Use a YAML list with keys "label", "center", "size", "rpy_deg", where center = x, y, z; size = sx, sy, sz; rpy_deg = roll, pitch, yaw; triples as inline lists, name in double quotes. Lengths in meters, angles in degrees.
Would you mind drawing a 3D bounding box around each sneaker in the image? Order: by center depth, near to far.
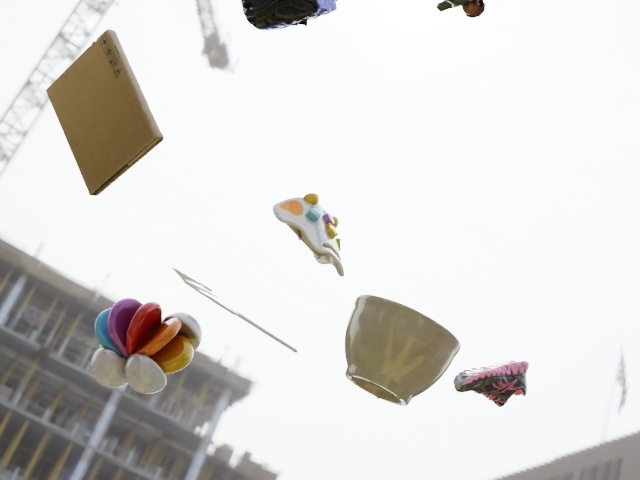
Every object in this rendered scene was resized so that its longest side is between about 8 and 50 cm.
- label: "sneaker"
  center: [0.221, 0.187, 1.364]
  size: [0.119, 0.057, 0.047]
  rpy_deg: [-6, 4, -32]

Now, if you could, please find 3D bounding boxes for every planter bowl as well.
- label: "planter bowl"
  center: [0.098, 0.160, 1.477]
  size: [0.162, 0.109, 0.162]
  rpy_deg: [26, -16, 8]

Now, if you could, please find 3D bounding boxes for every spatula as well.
- label: "spatula"
  center: [-0.155, 0.125, 1.929]
  size: [0.242, 0.019, 0.168]
  rpy_deg: [35, -7, -33]

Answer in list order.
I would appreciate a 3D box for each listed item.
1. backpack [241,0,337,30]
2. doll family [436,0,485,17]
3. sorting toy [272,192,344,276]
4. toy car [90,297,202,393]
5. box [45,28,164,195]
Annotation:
- label: "backpack"
  center: [-0.043, -0.333, 1.449]
  size: [0.120, 0.101, 0.098]
  rpy_deg: [-14, -91, 30]
- label: "doll family"
  center: [0.207, -0.296, 1.156]
  size: [0.193, 0.076, 0.111]
  rpy_deg: [-2, -13, 41]
- label: "sorting toy"
  center: [0.000, 0.000, 1.054]
  size: [0.045, 0.075, 0.083]
  rpy_deg: [-35, -48, 8]
- label: "toy car"
  center: [-0.300, 0.159, 1.770]
  size: [0.182, 0.159, 0.136]
  rpy_deg: [4, -51, 33]
- label: "box"
  center: [-0.335, -0.195, 1.639]
  size: [0.164, 0.201, 0.021]
  rpy_deg: [-36, -19, 29]
